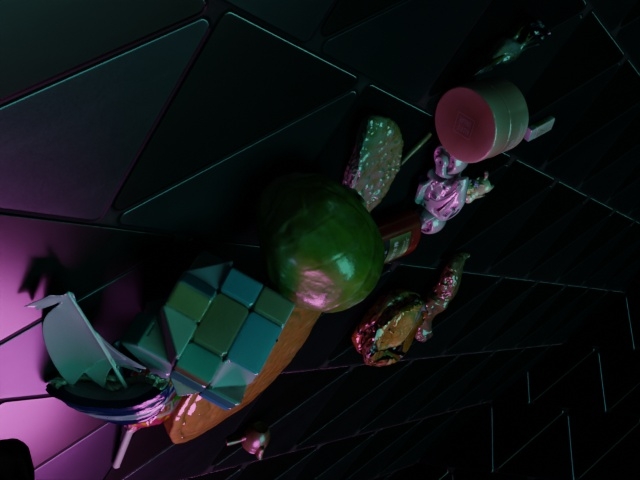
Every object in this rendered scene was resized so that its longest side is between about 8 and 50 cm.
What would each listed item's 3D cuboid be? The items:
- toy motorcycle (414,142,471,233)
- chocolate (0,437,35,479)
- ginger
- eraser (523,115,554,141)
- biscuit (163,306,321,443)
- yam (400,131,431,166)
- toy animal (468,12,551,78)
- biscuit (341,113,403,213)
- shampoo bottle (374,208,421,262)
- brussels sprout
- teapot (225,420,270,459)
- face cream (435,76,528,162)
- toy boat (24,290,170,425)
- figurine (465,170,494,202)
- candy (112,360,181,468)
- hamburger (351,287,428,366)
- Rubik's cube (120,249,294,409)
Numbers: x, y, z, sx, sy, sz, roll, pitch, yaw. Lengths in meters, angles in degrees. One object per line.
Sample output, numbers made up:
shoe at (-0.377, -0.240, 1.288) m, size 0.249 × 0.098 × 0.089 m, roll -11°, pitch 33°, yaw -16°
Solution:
toy motorcycle at (0.264, -0.103, 1.513) m, size 0.112 × 0.112 × 0.254 m, roll -26°, pitch 147°, yaw -29°
chocolate at (-0.562, 0.409, 1.027) m, size 0.186 × 0.284 × 0.284 m, roll 26°, pitch 108°, yaw -36°
ginger at (0.319, 0.157, 1.951) m, size 0.122 × 0.084 × 0.290 m, roll -36°, pitch 154°, yaw -60°
eraser at (0.530, -0.271, 1.716) m, size 0.083 × 0.019 × 0.038 m, roll -29°, pitch 148°, yaw -25°
biscuit at (-0.150, 0.259, 1.445) m, size 0.365 × 0.062 × 0.385 m, roll -16°, pitch 145°, yaw -55°
yam at (0.183, -0.177, 1.414) m, size 0.107 × 0.014 × 0.014 m, roll -45°, pitch 150°, yaw 0°
toy animal at (0.358, -0.360, 1.351) m, size 0.202 × 0.070 × 0.105 m, roll -38°, pitch 169°, yaw -19°
biscuit at (0.098, -0.132, 1.342) m, size 0.141 × 0.038 × 0.290 m, roll -23°, pitch 146°, yaw -33°
shampoo bottle at (0.076, 0.024, 1.470) m, size 0.314 × 0.076 × 0.118 m, roll -21°, pitch 147°, yaw -35°
brussels sprout at (0.000, 0.000, 1.190) m, size 0.244 × 0.244 × 0.244 m, roll -31°, pitch 148°, yaw -22°
teapot at (-0.176, 0.495, 1.754) m, size 0.110 × 0.085 × 0.080 m, roll 6°, pitch 124°, yaw -30°
face cream at (0.309, -0.232, 1.363) m, size 0.104 × 0.149 × 0.149 m, roll -22°, pitch 143°, yaw -35°
toy boat at (-0.333, 0.190, 1.088) m, size 0.070 × 0.210 × 0.292 m, roll -76°, pitch 179°, yaw -47°
figurine at (0.365, -0.129, 1.676) m, size 0.083 × 0.047 × 0.050 m, roll -38°, pitch 135°, yaw 3°
candy at (-0.355, 0.350, 1.346) m, size 0.124 × 0.124 × 0.365 m, roll -17°, pitch 149°, yaw -38°
hamburger at (0.175, 0.220, 1.812) m, size 0.230 × 0.107 × 0.231 m, roll -28°, pitch 142°, yaw -25°
Rubik's cube at (-0.184, 0.139, 1.157) m, size 0.224 × 0.212 × 0.265 m, roll -63°, pitch -175°, yaw -23°
